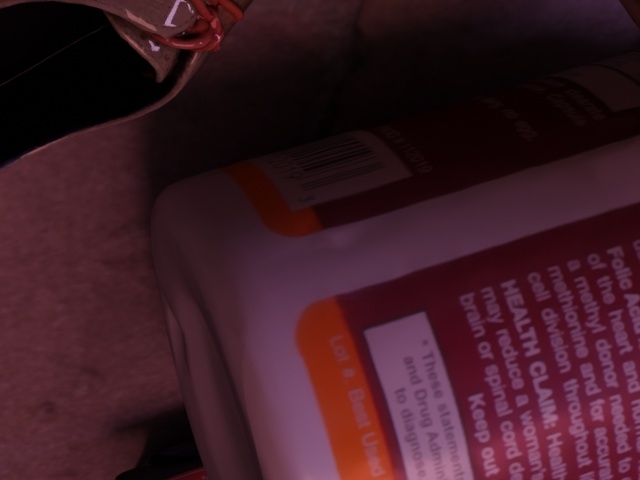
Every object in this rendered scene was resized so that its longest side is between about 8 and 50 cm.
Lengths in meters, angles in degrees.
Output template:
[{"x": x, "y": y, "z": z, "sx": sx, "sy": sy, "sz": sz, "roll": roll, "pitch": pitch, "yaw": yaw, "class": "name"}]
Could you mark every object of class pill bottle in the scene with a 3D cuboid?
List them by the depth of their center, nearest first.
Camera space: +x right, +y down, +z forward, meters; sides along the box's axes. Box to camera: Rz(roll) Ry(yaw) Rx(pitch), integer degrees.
[{"x": 0.137, "y": 0.029, "z": 0.726, "sx": 0.392, "sy": 0.224, "sz": 0.224, "roll": -16, "pitch": 140, "yaw": -13, "class": "pill bottle"}]

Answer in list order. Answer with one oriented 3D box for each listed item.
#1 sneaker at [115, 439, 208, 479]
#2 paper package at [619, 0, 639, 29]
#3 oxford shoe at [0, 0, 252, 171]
[{"x": -0.020, "y": 0.144, "z": 0.877, "sx": 0.350, "sy": 0.131, "sz": 0.148, "roll": -40, "pitch": 144, "yaw": 18, "class": "sneaker"}, {"x": 0.256, "y": -0.173, "z": 0.523, "sx": 0.168, "sy": 0.309, "sz": 0.325, "roll": 20, "pitch": 123, "yaw": -36, "class": "paper package"}, {"x": -0.041, "y": -0.115, "z": 0.574, "sx": 0.348, "sy": 0.130, "sz": 0.123, "roll": -31, "pitch": 141, "yaw": 8, "class": "oxford shoe"}]
